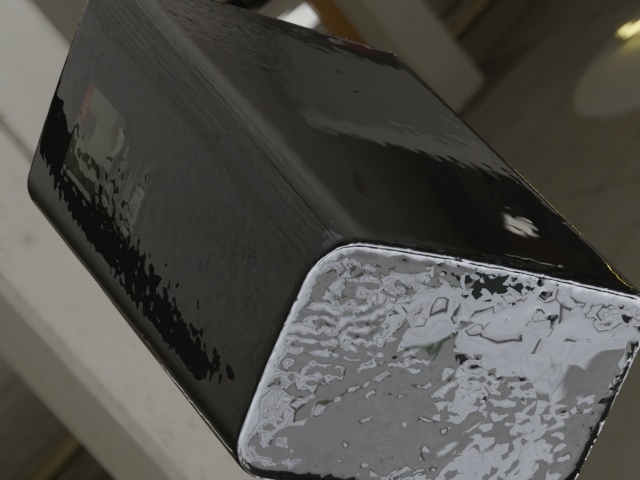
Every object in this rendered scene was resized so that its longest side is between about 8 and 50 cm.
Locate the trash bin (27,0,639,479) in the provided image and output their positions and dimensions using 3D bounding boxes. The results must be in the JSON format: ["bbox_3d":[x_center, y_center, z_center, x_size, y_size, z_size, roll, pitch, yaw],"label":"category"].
[{"bbox_3d":[0.000,0.000,0.595,0.225,0.165,0.115,49,-59,52],"label":"trash bin"}]
